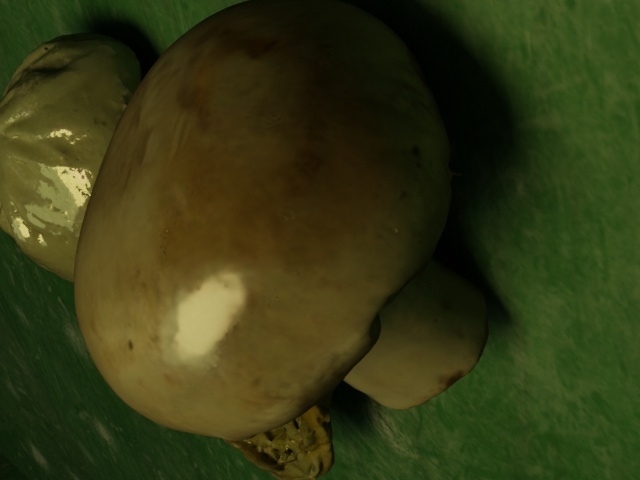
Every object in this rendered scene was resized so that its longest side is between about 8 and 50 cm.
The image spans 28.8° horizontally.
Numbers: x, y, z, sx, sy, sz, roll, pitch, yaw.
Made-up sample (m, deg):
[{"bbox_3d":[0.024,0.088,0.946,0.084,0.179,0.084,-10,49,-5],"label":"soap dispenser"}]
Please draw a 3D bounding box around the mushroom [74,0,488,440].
[{"bbox_3d":[0.000,0.000,0.820,0.290,0.293,0.292,26,169,-31],"label":"mushroom"}]

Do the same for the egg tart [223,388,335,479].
[{"bbox_3d":[-0.071,0.101,1.173,0.288,0.118,0.288,37,150,26],"label":"egg tart"}]

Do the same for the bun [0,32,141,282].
[{"bbox_3d":[-0.229,-0.075,1.098,0.231,0.133,0.231,179,90,-72],"label":"bun"}]
